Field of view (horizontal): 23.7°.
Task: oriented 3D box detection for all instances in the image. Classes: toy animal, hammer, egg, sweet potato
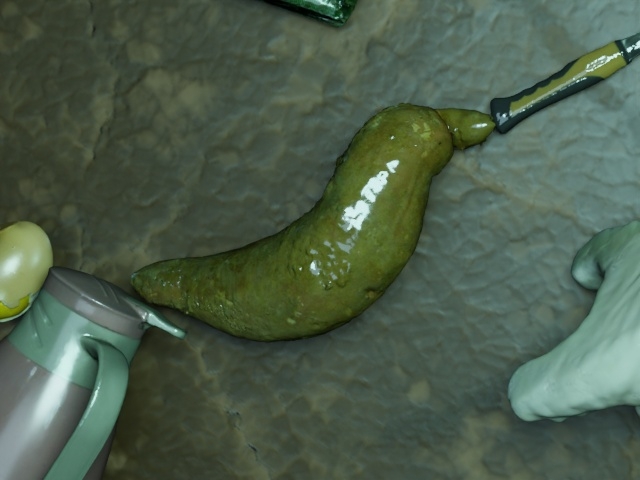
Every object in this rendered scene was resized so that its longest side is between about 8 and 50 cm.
[{"bbox_3d":[0.309,0.007,1.048,0.188,0.266,0.308,34,57,-3],"label":"toy animal"},{"bbox_3d":[0.217,-0.132,1.124,0.201,0.021,0.078,-29,85,14],"label":"hammer"},{"bbox_3d":[-0.251,0.022,1.224,0.083,0.071,0.071,-41,82,6],"label":"egg"},{"bbox_3d":[0.003,0.001,1.145,0.310,0.098,0.124,-34,54,16],"label":"sweet potato"}]

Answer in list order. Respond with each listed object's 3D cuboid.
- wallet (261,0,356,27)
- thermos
[{"bbox_3d":[-0.011,-0.297,1.159,0.160,0.055,0.236,21,92,9],"label":"wallet"},{"bbox_3d":[-0.220,0.154,1.178,0.146,0.176,0.265,26,96,-31],"label":"thermos"}]
